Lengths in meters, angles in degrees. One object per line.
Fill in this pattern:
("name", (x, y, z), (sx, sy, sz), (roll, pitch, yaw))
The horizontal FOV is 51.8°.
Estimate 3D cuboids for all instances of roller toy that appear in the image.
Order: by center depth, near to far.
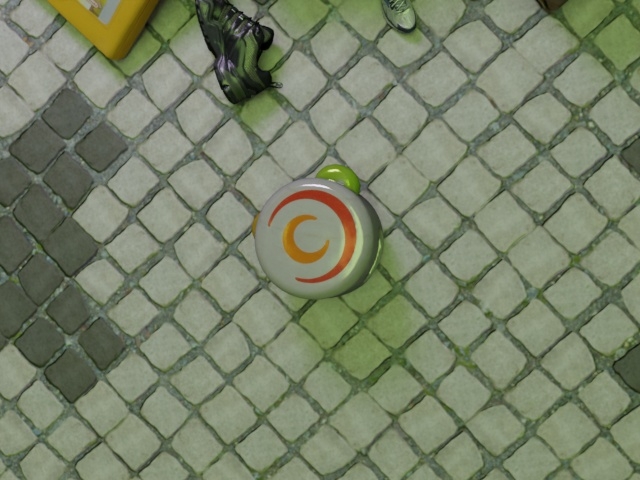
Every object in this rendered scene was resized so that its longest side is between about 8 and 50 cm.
("roller toy", (0.000, 0.000, 1.069), (0.209, 0.146, 0.191), (-28, 82, 12))

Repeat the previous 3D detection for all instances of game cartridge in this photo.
("game cartridge", (-0.357, -0.511, 1.065), (0.285, 0.052, 0.324), (43, 119, 2))

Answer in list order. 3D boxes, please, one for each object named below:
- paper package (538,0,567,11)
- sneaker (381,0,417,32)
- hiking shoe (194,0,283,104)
("paper package", (0.384, -0.575, 0.984), (0.325, 0.168, 0.309), (-42, 90, 6))
("sneaker", (0.117, -0.403, 1.076), (0.052, 0.058, 0.135), (-27, 91, 7))
("hiking shoe", (-0.139, -0.349, 1.103), (0.114, 0.086, 0.227), (-17, 98, -7))
